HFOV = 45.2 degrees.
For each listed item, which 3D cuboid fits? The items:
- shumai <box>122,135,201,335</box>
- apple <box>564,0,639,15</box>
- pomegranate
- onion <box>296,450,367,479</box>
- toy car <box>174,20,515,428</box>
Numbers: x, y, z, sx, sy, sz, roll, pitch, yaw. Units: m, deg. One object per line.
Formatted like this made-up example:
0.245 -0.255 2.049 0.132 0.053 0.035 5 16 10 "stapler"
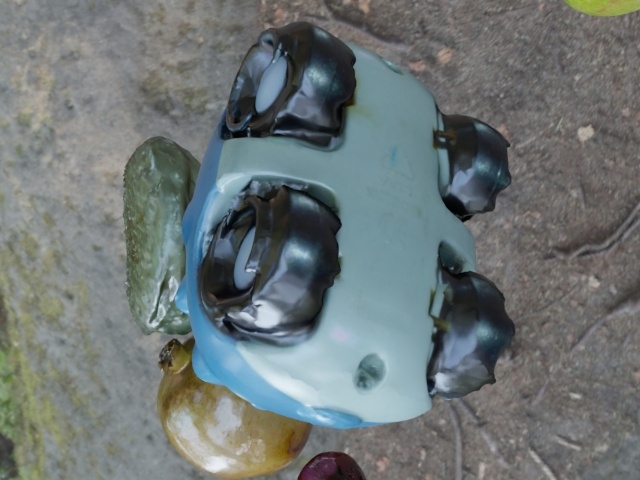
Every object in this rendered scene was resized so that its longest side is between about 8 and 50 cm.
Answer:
-0.192 0.002 1.402 0.323 0.324 0.397 1 145 -19 "shumai"
0.471 -0.479 1.216 0.246 0.246 0.226 44 158 0 "apple"
-0.159 0.281 1.406 0.319 0.319 0.319 14 124 23 "pomegranate"
0.020 0.422 1.304 0.131 0.131 0.131 14 124 23 "onion"
0.000 0.000 0.502 0.188 0.255 0.190 21 150 -29 "toy car"
